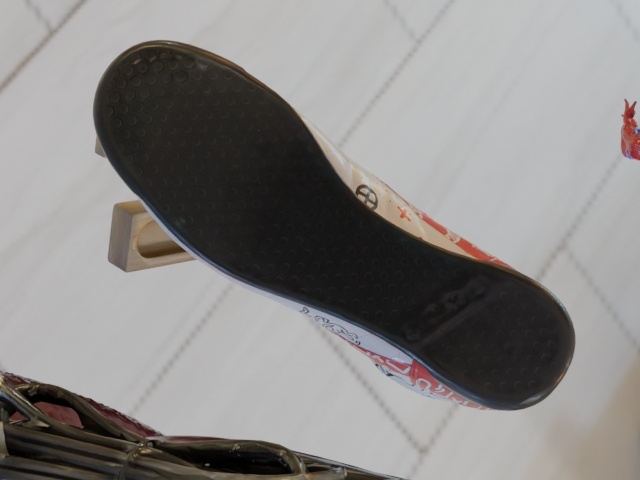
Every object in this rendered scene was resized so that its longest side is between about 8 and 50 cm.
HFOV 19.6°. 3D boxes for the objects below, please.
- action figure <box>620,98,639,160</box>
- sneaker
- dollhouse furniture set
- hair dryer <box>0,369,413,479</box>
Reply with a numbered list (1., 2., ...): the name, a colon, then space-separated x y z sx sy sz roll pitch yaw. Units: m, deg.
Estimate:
1. action figure: 0.158 -0.048 0.861 0.038 0.115 0.030 10 97 4
2. sneaker: 0.000 0.001 0.957 0.270 0.145 0.090 33 84 -1
3. dollhouse furniture set: -0.083 -0.037 1.410 0.144 0.123 0.151 -10 118 -43
4. hair dryer: -0.068 0.086 0.547 0.223 0.293 0.080 14 84 7
